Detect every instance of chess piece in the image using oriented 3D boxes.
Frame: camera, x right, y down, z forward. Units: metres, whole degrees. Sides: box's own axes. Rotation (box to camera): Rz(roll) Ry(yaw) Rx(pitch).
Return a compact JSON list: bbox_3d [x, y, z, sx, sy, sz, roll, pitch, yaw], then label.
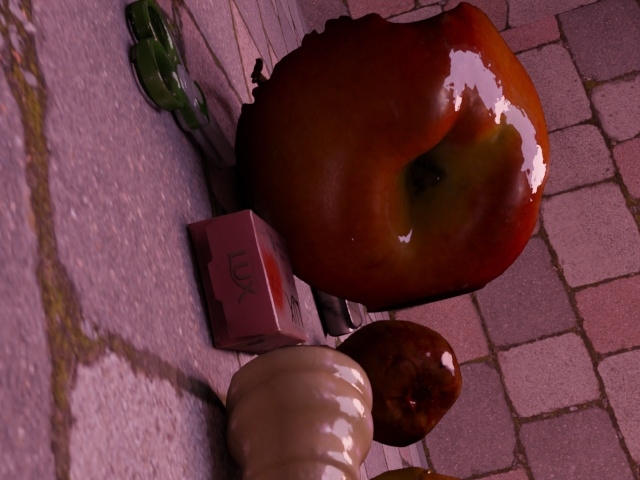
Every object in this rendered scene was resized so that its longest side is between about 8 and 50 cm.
[{"bbox_3d":[-0.005,0.244,0.478,0.397,0.117,0.117,-96,168,-51],"label":"chess piece"}]

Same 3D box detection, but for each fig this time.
[{"bbox_3d":[0.099,0.214,1.222,0.290,0.190,0.191,115,-39,-74],"label":"fig"}]

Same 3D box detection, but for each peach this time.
[{"bbox_3d":[0.079,-0.076,0.902,0.406,0.335,0.310,160,-84,-77],"label":"peach"}]

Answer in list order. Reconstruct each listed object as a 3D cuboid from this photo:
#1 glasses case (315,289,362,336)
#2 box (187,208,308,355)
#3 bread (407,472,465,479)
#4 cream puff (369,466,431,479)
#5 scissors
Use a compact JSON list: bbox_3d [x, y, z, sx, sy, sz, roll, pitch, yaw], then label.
[{"bbox_3d":[0.000,0.000,1.302,0.114,0.060,0.299,-53,127,-82],"label":"glasses case"},{"bbox_3d":[-0.059,0.042,0.715,0.156,0.060,0.111,40,36,-77],"label":"box"},{"bbox_3d":[0.098,0.261,0.558,0.158,0.149,0.143,-47,-152,49],"label":"bread"},{"bbox_3d":[0.110,0.362,0.961,0.221,0.194,0.195,31,42,-63],"label":"cream puff"},{"bbox_3d":[-0.120,-0.123,0.734,0.204,0.027,0.101,60,16,-58],"label":"scissors"}]
